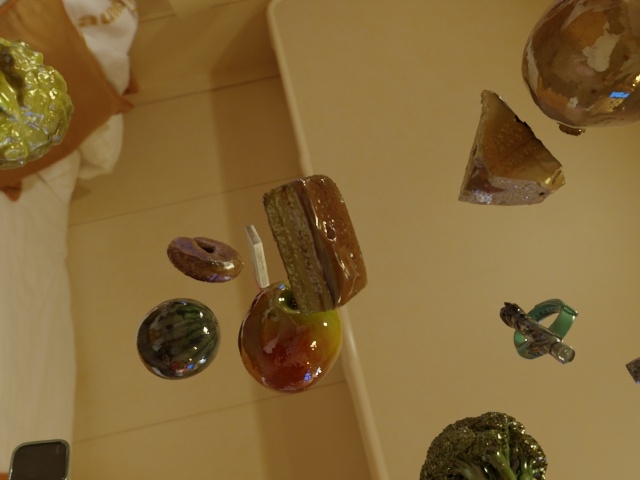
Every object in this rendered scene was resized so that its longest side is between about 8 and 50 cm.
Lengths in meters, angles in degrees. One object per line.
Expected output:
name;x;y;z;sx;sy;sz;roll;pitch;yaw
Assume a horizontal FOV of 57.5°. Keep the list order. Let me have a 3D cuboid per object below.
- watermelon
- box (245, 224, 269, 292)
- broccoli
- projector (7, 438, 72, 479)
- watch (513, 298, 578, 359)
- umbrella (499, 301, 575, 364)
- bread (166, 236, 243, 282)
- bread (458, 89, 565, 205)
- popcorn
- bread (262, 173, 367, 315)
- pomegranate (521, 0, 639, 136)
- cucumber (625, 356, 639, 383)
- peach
watermelon;-0.355;0.247;1.472;0.212;0.212;0.212;167;-90;-89
box;-0.208;0.083;1.961;0.139;0.035;0.245;-124;-155;-55
broccoli;0.164;0.237;0.585;0.131;0.130;0.120;48;-3;-31
projector;-0.431;0.368;0.902;0.083;0.083;0.082;-110;-152;-48
watch;0.700;0.273;1.826;0.195;0.068;0.237;-55;-179;-33
umbrella;0.367;0.162;1.006;0.046;0.050;0.188;44;3;-20
bread;-0.282;0.046;1.431;0.193;0.193;0.063;-105;-147;-67
bread;0.430;-0.187;1.267;0.183;0.211;0.223;48;55;-77
popcorn;-0.539;-0.235;0.925;0.237;0.252;0.205;-30;148;-50
bread;0.000;0.000;1.068;0.184;0.111;0.234;-25;94;-65
pomegranate;0.527;-0.338;1.082;0.319;0.319;0.319;167;-90;-89
cucumber;0.903;0.343;1.605;0.064;0.112;0.064;49;15;-18
peach;-0.062;0.196;1.196;0.231;0.231;0.230;167;-90;-89
